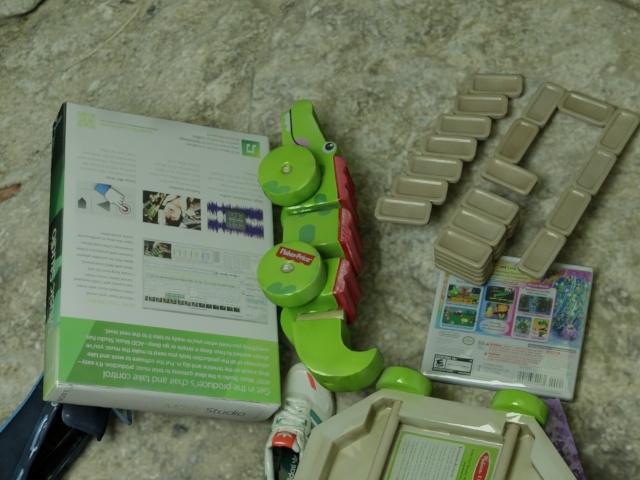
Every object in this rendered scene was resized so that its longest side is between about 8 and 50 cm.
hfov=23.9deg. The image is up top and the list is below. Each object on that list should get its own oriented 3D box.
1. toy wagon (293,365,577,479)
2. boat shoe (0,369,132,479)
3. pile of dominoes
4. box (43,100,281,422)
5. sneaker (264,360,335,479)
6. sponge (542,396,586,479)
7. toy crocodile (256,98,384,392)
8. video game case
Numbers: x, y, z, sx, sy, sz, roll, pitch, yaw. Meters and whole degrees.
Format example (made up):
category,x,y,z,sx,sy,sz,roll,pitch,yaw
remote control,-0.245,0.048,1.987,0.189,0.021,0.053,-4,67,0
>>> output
category,x,y,z,sx,sy,sz,roll,pitch,yaw
toy wagon,0.135,0.263,1.403,0.345,0.068,0.267,9,59,22
boat shoe,-0.247,0.181,1.562,0.089,0.109,0.258,36,92,41
pile of dominoes,0.197,-0.068,1.607,0.196,0.040,0.251,25,62,22
box,-0.162,0.022,1.554,0.232,0.058,0.322,9,59,-21
sneaker,-0.023,0.193,1.519,0.057,0.075,0.161,4,69,13
sponge,0.153,0.241,1.489,0.210,0.031,0.117,-19,65,3
toy crocodile,0.000,0.000,1.549,0.105,0.115,0.340,-10,51,10
video game case,0.192,0.085,1.553,0.157,0.019,0.143,8,69,15
